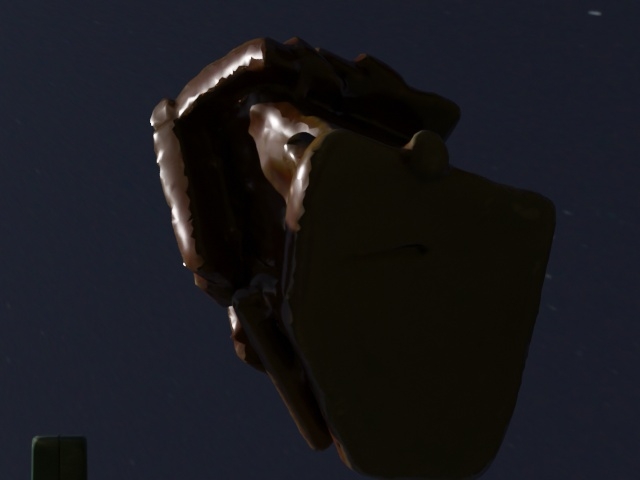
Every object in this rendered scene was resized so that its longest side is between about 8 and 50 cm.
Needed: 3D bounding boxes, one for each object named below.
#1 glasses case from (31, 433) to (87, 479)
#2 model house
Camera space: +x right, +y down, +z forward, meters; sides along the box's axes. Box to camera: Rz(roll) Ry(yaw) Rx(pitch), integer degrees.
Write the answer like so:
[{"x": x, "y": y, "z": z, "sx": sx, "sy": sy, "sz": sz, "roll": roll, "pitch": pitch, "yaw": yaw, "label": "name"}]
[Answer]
[{"x": -0.186, "y": 0.232, "z": 1.126, "sx": 0.039, "sy": 0.078, "sz": 0.184, "roll": 0, "pitch": -96, "yaw": -9, "label": "glasses case"}, {"x": 0.001, "y": 0.001, "z": 0.890, "sx": 0.199, "sy": 0.229, "sz": 0.220, "roll": 9, "pitch": -74, "yaw": -35, "label": "model house"}]
